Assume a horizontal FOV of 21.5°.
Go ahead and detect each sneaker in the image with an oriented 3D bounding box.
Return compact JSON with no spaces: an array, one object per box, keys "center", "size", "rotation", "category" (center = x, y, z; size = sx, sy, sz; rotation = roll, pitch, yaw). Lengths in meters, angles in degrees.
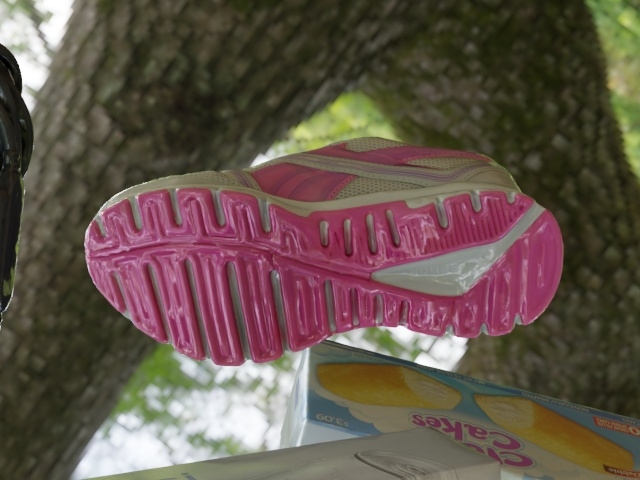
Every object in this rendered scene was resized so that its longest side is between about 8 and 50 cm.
[{"center":[0.000,0.000,0.922],"size":[0.252,0.103,0.111],"rotation":[1,-158,0],"category":"sneaker"}]

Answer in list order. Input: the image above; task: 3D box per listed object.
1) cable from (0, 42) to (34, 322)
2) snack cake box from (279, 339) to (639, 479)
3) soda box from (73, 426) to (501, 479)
[{"center":[-0.222,-0.035,0.842],"size":[0.150,0.184,0.047],"rotation":[6,-174,-5],"category":"cable"},{"center":[0.105,0.161,1.154],"size":[0.264,0.089,0.152],"rotation":[15,-163,-5],"category":"snack cake box"},{"center":[-0.042,0.176,0.955],"size":[0.286,0.091,0.098],"rotation":[-6,-170,-20],"category":"soda box"}]
